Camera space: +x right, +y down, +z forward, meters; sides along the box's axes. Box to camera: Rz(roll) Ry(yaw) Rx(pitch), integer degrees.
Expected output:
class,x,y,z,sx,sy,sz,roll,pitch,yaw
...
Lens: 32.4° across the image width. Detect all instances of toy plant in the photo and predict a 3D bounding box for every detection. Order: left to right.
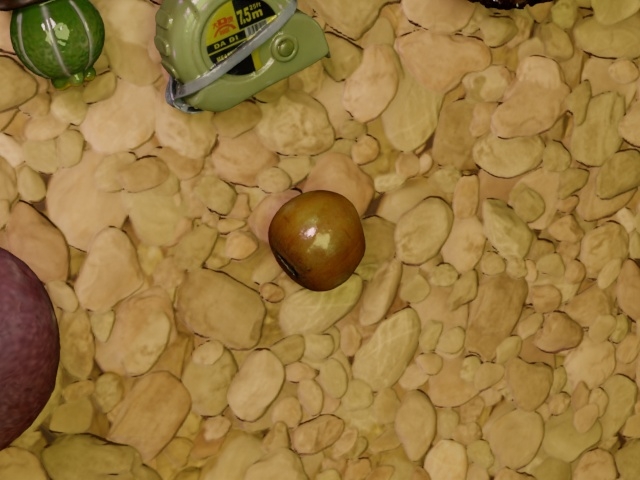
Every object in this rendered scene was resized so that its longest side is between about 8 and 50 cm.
class,x,y,z,sx,sy,sz,roll,pitch,yaw
toy plant,-0.264,-0.225,1.062,0.093,0.093,0.162,-25,115,-16

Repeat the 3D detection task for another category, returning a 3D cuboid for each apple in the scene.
class,x,y,z,sx,sy,sz,roll,pitch,yaw
apple,0.000,0.000,1.234,0.102,0.099,0.114,-39,112,-12

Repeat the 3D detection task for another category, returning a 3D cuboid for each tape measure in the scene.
class,x,y,z,sx,sy,sz,roll,pitch,yaw
tape measure,-0.094,-0.215,1.137,0.177,0.087,0.154,-34,129,-15

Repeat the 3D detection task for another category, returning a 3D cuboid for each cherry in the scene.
class,x,y,z,sx,sy,sz,roll,pitch,yaw
cherry,-0.382,0.112,1.033,0.261,0.221,0.307,18,109,-19

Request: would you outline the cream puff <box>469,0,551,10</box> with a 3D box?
class,x,y,z,sx,sy,sz,roll,pitch,yaw
cream puff,0.223,-0.368,1.195,0.239,0.165,0.239,-7,109,-20
